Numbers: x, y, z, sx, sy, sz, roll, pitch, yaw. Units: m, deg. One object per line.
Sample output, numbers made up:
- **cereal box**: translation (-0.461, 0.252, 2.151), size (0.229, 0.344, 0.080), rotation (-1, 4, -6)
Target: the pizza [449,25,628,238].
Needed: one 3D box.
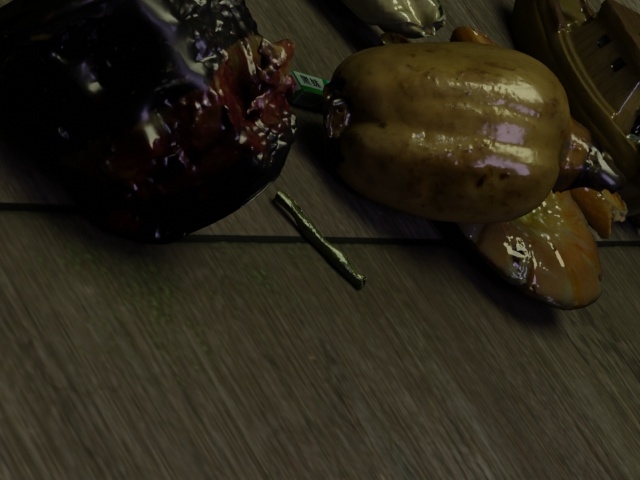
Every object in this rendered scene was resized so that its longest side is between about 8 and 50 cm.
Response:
- **pizza**: translation (0.177, -0.083, 1.593), size (0.201, 0.053, 0.193), rotation (52, 15, 7)

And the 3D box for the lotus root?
- **lotus root**: translation (0.104, -0.073, 1.360), size (0.221, 0.125, 0.118), rotation (7, 13, -12)

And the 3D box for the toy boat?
- **toy boat**: translation (0.259, -0.148, 1.761), size (0.089, 0.121, 0.321), rotation (18, 38, -38)

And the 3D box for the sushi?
- **sushi**: translation (-0.089, -0.085, 1.087), size (0.150, 0.153, 0.172), rotation (61, -1, -15)

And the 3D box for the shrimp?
- **shrimp**: translation (0.114, -0.053, 1.466), size (0.145, 0.061, 0.267), rotation (-6, 59, -49)

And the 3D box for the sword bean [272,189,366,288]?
- **sword bean**: translation (0.000, 0.000, 1.257), size (0.083, 0.012, 0.012), rotation (47, 25, -5)

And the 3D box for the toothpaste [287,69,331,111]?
- **toothpaste**: translation (0.004, -0.103, 1.405), size (0.083, 0.017, 0.020), rotation (11, 44, -53)

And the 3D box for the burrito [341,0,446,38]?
- **burrito**: translation (-0.012, -0.253, 1.537), size (0.275, 0.059, 0.082), rotation (44, -2, -3)
